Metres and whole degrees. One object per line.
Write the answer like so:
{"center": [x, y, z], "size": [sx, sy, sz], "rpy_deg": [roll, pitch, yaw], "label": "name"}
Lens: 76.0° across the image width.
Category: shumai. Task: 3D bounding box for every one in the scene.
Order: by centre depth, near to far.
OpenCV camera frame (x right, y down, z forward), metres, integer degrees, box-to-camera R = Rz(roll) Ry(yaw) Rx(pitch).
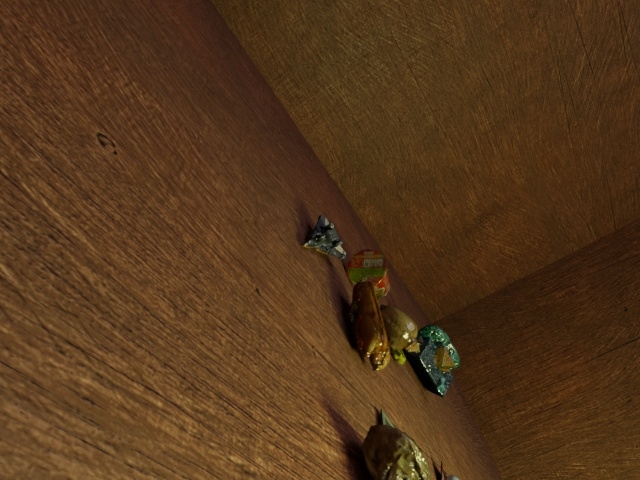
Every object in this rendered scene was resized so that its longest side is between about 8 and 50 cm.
{"center": [0.150, 0.510, 0.882], "size": [0.153, 0.161, 0.210], "rpy_deg": [-53, 148, -47], "label": "shumai"}

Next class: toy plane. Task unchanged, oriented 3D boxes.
{"center": [0.011, -0.006, 1.533], "size": [0.204, 0.102, 0.316], "rpy_deg": [61, 13, 6], "label": "toy plane"}

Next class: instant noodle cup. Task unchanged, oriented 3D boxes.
{"center": [0.236, 0.171, 1.875], "size": [0.212, 0.192, 0.193], "rpy_deg": [55, 11, -53], "label": "instant noodle cup"}

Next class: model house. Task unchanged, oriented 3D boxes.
{"center": [0.547, 0.585, 1.983], "size": [0.261, 0.225, 0.241], "rpy_deg": [56, 14, -4], "label": "model house"}

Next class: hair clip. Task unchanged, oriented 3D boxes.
{"center": [0.331, 0.473, 1.810], "size": [0.072, 0.046, 0.173], "rpy_deg": [40, 20, -31], "label": "hair clip"}

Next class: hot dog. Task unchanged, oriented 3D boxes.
{"center": [0.158, 0.284, 1.421], "size": [0.349, 0.116, 0.159], "rpy_deg": [-96, 172, -57], "label": "hot dog"}

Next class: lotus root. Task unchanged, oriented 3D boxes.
{"center": [0.325, 0.378, 1.773], "size": [0.140, 0.154, 0.257], "rpy_deg": [39, 5, -46], "label": "lotus root"}

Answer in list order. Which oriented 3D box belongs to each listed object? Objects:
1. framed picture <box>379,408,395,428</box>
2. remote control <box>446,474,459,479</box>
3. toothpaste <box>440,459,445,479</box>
{"center": [0.226, 0.639, 1.105], "size": [0.232, 0.019, 0.296], "rpy_deg": [57, 12, -12], "label": "framed picture"}
{"center": [0.499, 0.939, 1.406], "size": [0.087, 0.047, 0.245], "rpy_deg": [52, 16, -42], "label": "remote control"}
{"center": [0.425, 0.854, 1.325], "size": [0.075, 0.048, 0.301], "rpy_deg": [53, 11, -10], "label": "toothpaste"}
